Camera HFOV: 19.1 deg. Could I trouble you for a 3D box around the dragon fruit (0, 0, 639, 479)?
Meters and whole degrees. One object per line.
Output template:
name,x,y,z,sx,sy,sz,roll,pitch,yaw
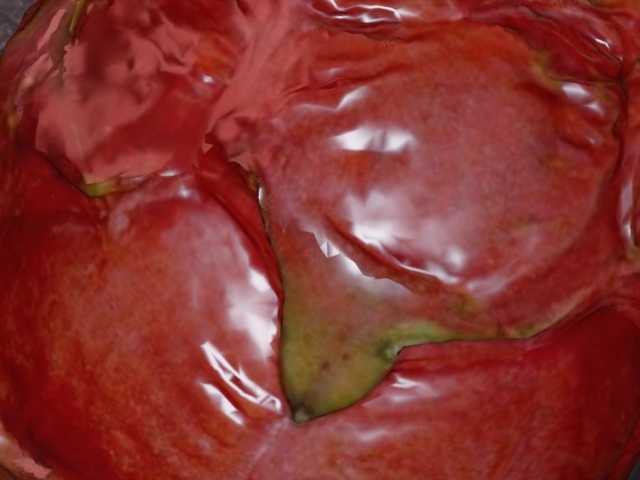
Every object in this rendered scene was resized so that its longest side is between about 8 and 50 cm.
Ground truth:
dragon fruit,0.000,0.000,0.675,0.342,0.277,0.277,-55,5,18
